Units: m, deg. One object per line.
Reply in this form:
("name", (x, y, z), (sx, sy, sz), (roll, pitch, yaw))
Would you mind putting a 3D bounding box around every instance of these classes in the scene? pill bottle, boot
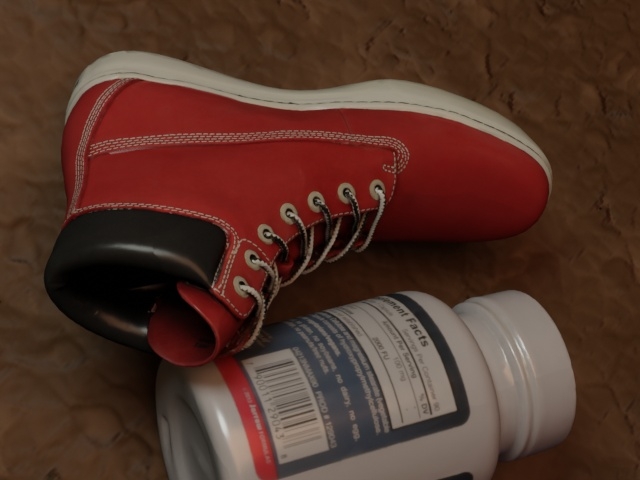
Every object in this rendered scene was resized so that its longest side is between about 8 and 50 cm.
("pill bottle", (0.023, 0.083, 0.631), (0.180, 0.108, 0.108), (-12, 78, -22))
("boot", (0.000, 0.000, 0.618), (0.244, 0.088, 0.176), (6, 37, -11))
